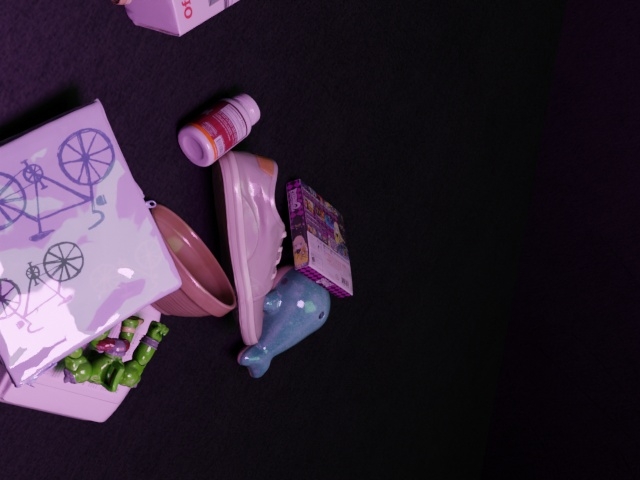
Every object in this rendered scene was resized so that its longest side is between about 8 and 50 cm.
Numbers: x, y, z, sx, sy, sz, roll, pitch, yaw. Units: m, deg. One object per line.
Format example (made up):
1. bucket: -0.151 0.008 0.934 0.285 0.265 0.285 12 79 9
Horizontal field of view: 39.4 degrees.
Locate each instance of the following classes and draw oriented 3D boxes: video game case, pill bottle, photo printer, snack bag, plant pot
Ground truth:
1. video game case: 0.000 0.000 2.008 0.232 0.042 0.210 36 42 -58
2. pill bottle: -0.185 -0.210 1.663 0.152 0.086 0.086 -43 141 -34
3. photo printer: -0.415 0.177 1.540 0.307 0.107 0.256 35 79 -58
4. snack bag: -0.396 0.001 1.354 0.323 0.037 0.342 -34 110 -29
5. plant pot: -0.266 0.058 1.617 0.110 0.237 0.237 -38 147 6

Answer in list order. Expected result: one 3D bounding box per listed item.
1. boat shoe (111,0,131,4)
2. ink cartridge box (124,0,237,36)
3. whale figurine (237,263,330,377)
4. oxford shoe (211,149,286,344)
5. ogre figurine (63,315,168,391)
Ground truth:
1. boat shoe: -0.330 -0.431 1.339 0.059 0.063 0.170 -36 127 -36
2. ink cartridge box: -0.190 -0.490 1.447 0.289 0.121 0.211 -43 140 -33
3. whale figurine: -0.077 0.187 2.015 0.272 0.141 0.216 -58 148 -21
4. oxford shoe: -0.133 0.023 1.793 0.130 0.169 0.449 -11 123 -18
5. ogre figurine: -0.346 0.179 1.450 0.197 0.097 0.118 15 88 -64
